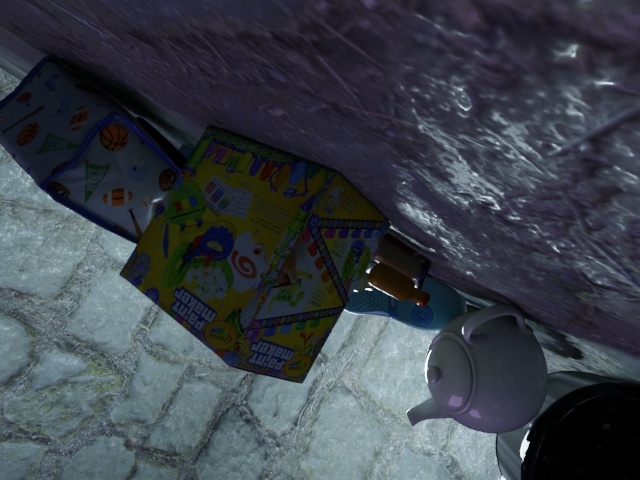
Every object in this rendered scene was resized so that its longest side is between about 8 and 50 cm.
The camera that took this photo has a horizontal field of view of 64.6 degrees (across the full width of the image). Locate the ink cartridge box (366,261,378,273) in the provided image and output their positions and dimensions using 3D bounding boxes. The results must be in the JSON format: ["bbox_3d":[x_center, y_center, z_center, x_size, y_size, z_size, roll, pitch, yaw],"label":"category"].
[{"bbox_3d":[0.222,0.114,1.489,0.181,0.056,0.224,30,157,-1],"label":"ink cartridge box"}]

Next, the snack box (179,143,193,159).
[{"bbox_3d":[-0.260,-0.151,1.291,0.175,0.070,0.207,28,177,8],"label":"snack box"}]

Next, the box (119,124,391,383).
[{"bbox_3d":[-0.104,0.013,0.774,0.290,0.279,0.177,27,175,37],"label":"box"}]

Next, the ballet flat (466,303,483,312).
[{"bbox_3d":[0.341,0.167,1.216,0.250,0.058,0.084,13,143,55],"label":"ballet flat"}]

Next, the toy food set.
[{"bbox_3d":[0.106,0.050,0.901,0.105,0.111,0.232,30,168,-17],"label":"toy food set"}]

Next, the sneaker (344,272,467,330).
[{"bbox_3d":[0.220,0.128,1.224,0.319,0.127,0.208,10,-174,34],"label":"sneaker"}]

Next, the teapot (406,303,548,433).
[{"bbox_3d":[0.290,0.248,0.973,0.187,0.255,0.252,4,173,-24],"label":"teapot"}]

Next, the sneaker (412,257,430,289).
[{"bbox_3d":[0.168,0.058,0.980,0.075,0.057,0.161,23,177,14],"label":"sneaker"}]

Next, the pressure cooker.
[{"bbox_3d":[0.568,0.463,1.048,0.376,0.369,0.420,-4,171,8],"label":"pressure cooker"}]

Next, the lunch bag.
[{"bbox_3d":[-0.437,-0.158,1.088,0.328,0.239,0.385,39,173,34],"label":"lunch bag"}]
